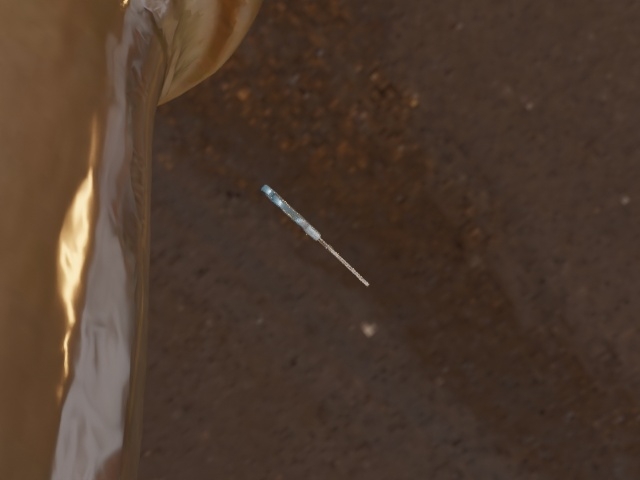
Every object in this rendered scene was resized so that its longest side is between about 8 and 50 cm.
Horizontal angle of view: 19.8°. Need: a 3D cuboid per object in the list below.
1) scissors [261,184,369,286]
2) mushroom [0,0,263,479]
[{"bbox_3d":[0.000,0.000,0.929,0.083,0.006,0.036,43,-1,-34],"label":"scissors"},{"bbox_3d":[-0.105,0.087,0.330,0.154,0.137,0.407,52,45,-46],"label":"mushroom"}]
